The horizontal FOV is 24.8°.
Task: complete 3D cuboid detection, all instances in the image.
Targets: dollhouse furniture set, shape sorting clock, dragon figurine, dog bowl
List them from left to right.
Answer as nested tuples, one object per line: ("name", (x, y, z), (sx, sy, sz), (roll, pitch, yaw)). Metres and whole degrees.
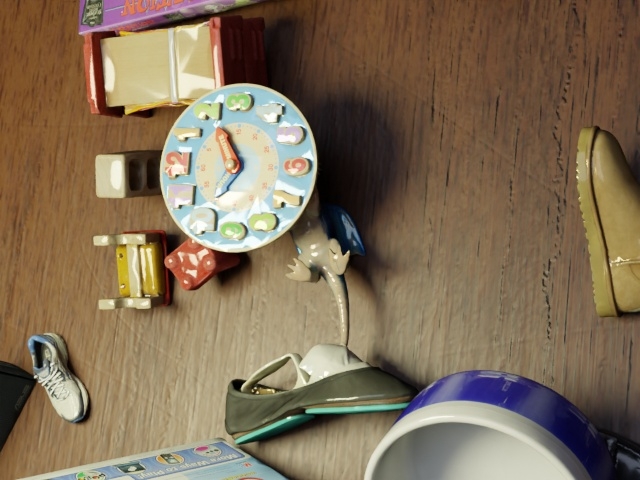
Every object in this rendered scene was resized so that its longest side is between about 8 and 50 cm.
("dollhouse furniture set", (-0.179, -0.101, 1.912), (0.201, 0.152, 0.374), (-2, 94, 21))
("shape sorting clock", (-0.101, -0.088, 1.760), (0.206, 0.040, 0.206), (-3, 82, 24))
("dragon figurine", (0.000, 0.000, 1.825), (0.085, 0.144, 0.289), (-27, 88, 13))
("dog bowl", (0.187, 0.279, 1.600), (0.265, 0.104, 0.265), (11, 119, 21))

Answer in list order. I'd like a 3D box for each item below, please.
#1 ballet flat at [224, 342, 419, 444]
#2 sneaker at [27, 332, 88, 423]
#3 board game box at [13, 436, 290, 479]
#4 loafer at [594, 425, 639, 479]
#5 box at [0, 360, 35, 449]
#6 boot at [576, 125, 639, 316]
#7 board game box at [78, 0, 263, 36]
("ballet flat", (-0.011, 0.178, 1.752), (0.280, 0.095, 0.096), (-17, 78, 33))
("sneaker", (-0.357, 0.183, 1.942), (0.052, 0.058, 0.135), (-34, 68, 12))
("board game box", (-0.151, 0.337, 1.637), (0.302, 0.308, 0.086), (23, 112, 47))
("loafer", (0.237, 0.248, 1.665), (0.302, 0.095, 0.109), (12, 83, 24))
("box", (-0.489, 0.260, 1.909), (0.059, 0.183, 0.233), (25, 87, 25))
("boot", (0.436, -0.029, 1.642), (0.269, 0.089, 0.236), (-7, 100, 22))
("board game box", (-0.181, -0.403, 1.983), (0.346, 0.056, 0.208), (-8, 78, 31))
